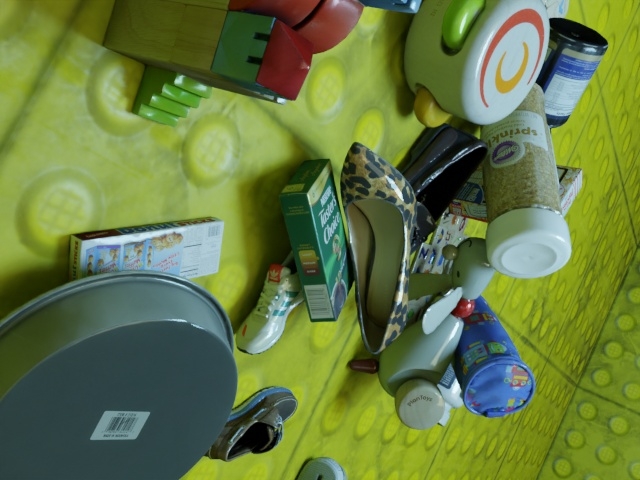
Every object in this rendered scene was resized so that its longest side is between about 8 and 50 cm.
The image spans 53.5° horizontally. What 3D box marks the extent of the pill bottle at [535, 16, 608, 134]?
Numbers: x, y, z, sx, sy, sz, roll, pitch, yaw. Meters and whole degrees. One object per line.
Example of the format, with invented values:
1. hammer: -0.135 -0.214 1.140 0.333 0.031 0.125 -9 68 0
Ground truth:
1. pill bottle: 0.428 -0.290 1.188 0.123 0.123 0.219 -29 148 -42

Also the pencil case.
1. pencil case: 0.284 0.198 1.150 0.306 0.119 0.133 -92 180 -71

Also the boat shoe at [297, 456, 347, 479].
1. boat shoe: -0.027 0.517 1.067 0.302 0.109 0.094 -64 147 -11

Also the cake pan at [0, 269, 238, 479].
1. cake pan: -0.203 0.166 0.616 0.293 0.054 0.293 -22 131 -28

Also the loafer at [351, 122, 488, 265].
1. loafer: 0.160 -0.060 1.006 0.302 0.095 0.109 -56 143 -16

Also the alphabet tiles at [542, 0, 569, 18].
1. alphabet tiles: 0.421 -0.465 1.202 0.278 0.021 0.284 -39 136 -35

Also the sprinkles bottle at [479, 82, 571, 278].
1. sprinkles bottle: 0.325 -0.112 1.043 0.121 0.121 0.355 63 26 -47

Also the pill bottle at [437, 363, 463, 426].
1. pill bottle: 0.263 0.287 1.324 0.180 0.108 0.108 -58 144 -14

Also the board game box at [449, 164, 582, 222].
1. board game box: 0.355 -0.089 1.160 0.147 0.193 0.045 -49 138 -29

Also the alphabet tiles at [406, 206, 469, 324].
1. alphabet tiles: 0.225 0.053 1.233 0.198 0.009 0.237 14 97 -55

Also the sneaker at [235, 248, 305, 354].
1. sneaker: -0.062 0.070 0.820 0.161 0.057 0.075 -48 139 -33

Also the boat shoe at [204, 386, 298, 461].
1. boat shoe: -0.087 0.261 0.877 0.183 0.066 0.066 -16 121 -48

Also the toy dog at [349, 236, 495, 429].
1. toy dog: 0.162 0.141 1.075 0.161 0.220 0.333 18 86 -11

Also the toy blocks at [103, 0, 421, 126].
1. toy blocks: -0.022 -0.260 0.511 0.191 0.261 0.381 11 99 -55

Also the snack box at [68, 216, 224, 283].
1. snack box: -0.176 0.016 0.665 0.178 0.022 0.064 -11 118 -50

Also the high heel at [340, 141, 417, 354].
1. high heel: 0.068 0.017 0.819 0.261 0.093 0.186 64 34 -46

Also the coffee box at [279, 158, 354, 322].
1. coffee box: 0.000 0.000 0.812 0.113 0.040 0.184 -60 142 -58

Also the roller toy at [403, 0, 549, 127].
1. roller toy: 0.222 -0.277 0.929 0.191 0.146 0.209 -30 135 -28
